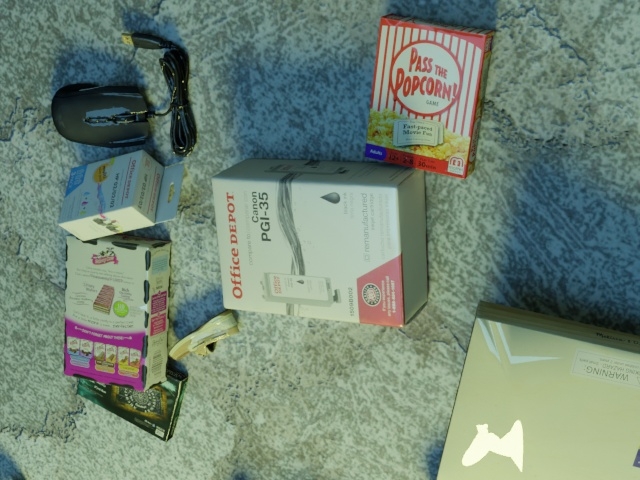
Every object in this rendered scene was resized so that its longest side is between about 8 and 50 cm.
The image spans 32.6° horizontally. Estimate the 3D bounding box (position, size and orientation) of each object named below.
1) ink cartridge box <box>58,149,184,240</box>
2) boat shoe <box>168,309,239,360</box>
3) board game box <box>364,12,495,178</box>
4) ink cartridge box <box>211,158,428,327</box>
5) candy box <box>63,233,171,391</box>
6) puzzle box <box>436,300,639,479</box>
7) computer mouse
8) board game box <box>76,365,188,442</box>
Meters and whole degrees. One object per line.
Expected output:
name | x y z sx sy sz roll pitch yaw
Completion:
ink cartridge box | -0.302 -0.071 1.663 0.181 0.061 0.104 -11 58 27
boat shoe | -0.183 0.159 1.721 0.135 0.050 0.045 -36 84 30
board game box | 0.143 -0.192 1.452 0.147 0.045 0.193 13 112 21
ink cartridge box | 0.000 0.000 1.542 0.283 0.117 0.207 4 109 24
candy box | -0.324 0.108 1.742 0.159 0.071 0.233 9 102 23
puzzle box | 0.375 0.247 1.424 0.409 0.052 0.272 13 117 6
computer mouse | -0.312 -0.222 1.649 0.262 0.060 0.184 9 111 22
board game box | -0.315 0.241 1.824 0.186 0.026 0.126 25 116 16
